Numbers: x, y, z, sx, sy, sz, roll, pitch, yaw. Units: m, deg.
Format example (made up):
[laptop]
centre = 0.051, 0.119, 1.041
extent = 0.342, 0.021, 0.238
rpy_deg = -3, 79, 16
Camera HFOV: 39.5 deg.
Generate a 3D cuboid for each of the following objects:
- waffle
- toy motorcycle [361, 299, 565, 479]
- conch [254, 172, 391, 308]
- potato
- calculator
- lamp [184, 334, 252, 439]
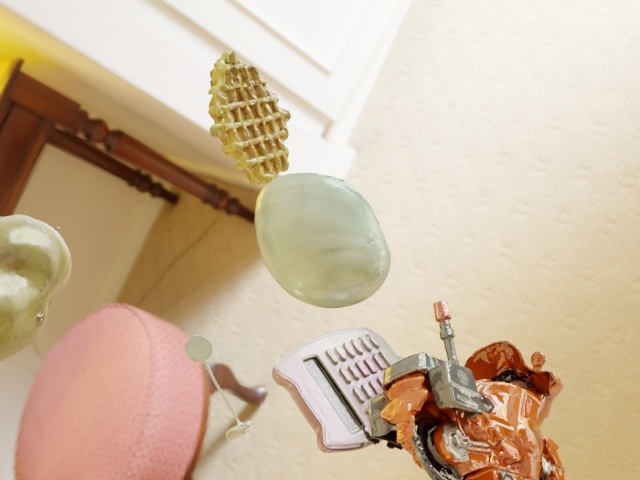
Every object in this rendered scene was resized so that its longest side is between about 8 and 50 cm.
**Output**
[waffle]
centre = -0.130, -0.227, 1.694
extent = 0.059, 0.243, 0.237
rpy_deg = -20, 46, 29
[toy motorcycle]
centre = 0.194, 0.211, 1.082
extent = 0.148, 0.326, 0.221
rpy_deg = -34, 49, 31
[conch]
centre = 0.002, 0.002, 1.276
extent = 0.185, 0.221, 0.121
rpy_deg = -54, 10, 11
[potato]
centre = -0.522, 0.090, 1.359
extent = 0.218, 0.202, 0.351
rpy_deg = -23, 28, 40
[calculator]
centre = 0.053, 0.235, 1.429
extent = 0.194, 0.294, 0.043
rpy_deg = 53, 126, 19
[lamp]
centre = -0.190, 0.265, 1.614
extent = 0.198, 0.050, 0.056
rpy_deg = 61, 151, 9
